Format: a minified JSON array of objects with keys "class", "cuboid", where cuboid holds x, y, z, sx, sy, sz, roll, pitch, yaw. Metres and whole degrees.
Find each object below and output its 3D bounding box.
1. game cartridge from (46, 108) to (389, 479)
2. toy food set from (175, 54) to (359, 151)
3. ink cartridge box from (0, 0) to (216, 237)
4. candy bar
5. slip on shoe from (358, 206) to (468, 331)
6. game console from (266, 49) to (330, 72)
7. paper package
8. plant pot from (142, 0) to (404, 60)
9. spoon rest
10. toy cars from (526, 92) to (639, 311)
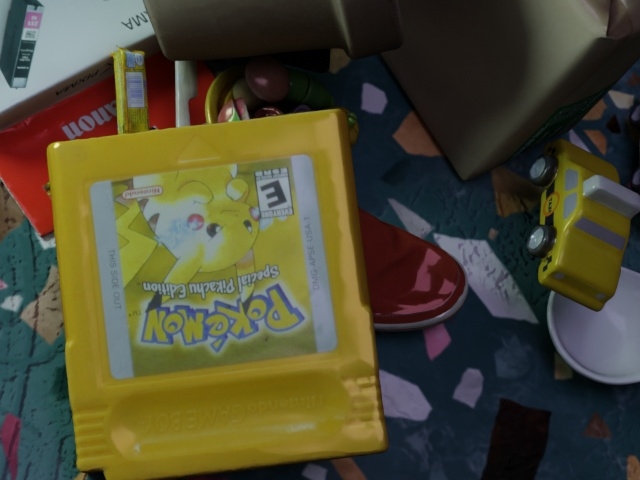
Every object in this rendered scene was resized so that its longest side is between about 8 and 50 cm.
[{"class":"game cartridge","cuboid":[-0.096,0.052,1.466,0.285,0.053,0.324,-7,79,-2]},{"class":"toy food set","cuboid":[-0.042,-0.129,1.613,0.218,0.071,0.128,20,59,-28]},{"class":"ink cartridge box","cuboid":[-0.234,-0.167,1.590,0.275,0.060,0.239,-32,80,-30]},{"class":"candy bar","cuboid":[-0.186,-0.113,1.575,0.040,0.018,0.161,-3,89,-35]},{"class":"slip on shoe","cuboid":[0.000,0.000,1.581,0.331,0.101,0.123,22,59,-12]},{"class":"game console","cuboid":[-0.054,-0.223,1.680,0.122,0.107,0.071,13,92,-16]},{"class":"paper package","cuboid":[0.194,-0.273,1.651,0.168,0.325,0.309,-24,77,-29]},{"class":"plant pot","cuboid":[-0.064,-0.275,1.538,0.229,0.263,0.263,-19,73,-1]},{"class":"spoon rest","cuboid":[0.368,0.099,1.692,0.276,0.084,0.137,11,63,-18]},{"class":"toy cars","cuboid":[0.345,-0.065,1.707,0.393,0.087,0.176,-29,83,-44]}]
